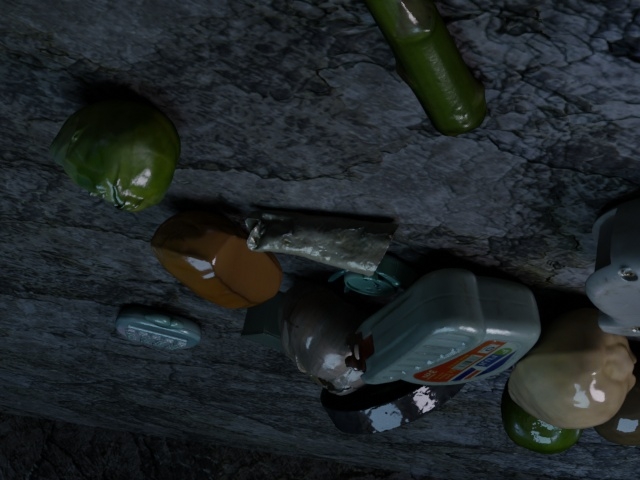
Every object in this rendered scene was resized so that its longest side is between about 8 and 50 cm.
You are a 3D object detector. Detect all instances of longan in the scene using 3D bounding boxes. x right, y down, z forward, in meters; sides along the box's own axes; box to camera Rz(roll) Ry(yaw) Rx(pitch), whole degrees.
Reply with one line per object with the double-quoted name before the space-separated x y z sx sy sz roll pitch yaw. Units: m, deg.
"longan" 0.551 0.260 1.808 0.159 0.204 0.185 45 -152 22

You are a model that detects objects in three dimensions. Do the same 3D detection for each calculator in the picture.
"calculator" -0.349 0.189 2.260 0.184 0.042 0.295 16 162 -12

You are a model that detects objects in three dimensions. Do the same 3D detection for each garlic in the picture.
"garlic" 0.022 0.173 1.804 0.228 0.152 0.228 37 -176 -3

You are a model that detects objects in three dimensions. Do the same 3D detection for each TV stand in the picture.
"TV stand" -0.012 0.179 1.982 0.269 0.088 0.083 24 157 -30

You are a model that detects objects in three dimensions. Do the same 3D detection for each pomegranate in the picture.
"pomegranate" 0.449 0.312 1.959 0.225 0.187 0.187 6 159 19

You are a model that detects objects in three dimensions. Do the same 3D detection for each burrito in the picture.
"burrito" 0.000 0.000 1.517 0.226 0.087 0.060 9 -156 13

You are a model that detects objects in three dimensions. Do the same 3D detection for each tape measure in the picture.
"tape measure" 0.456 0.043 1.307 0.258 0.130 0.265 1 157 33
"tape measure" 0.198 0.136 1.637 0.246 0.125 0.243 8 150 -28

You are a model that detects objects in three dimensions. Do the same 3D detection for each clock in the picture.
"clock" 0.135 0.245 1.854 0.280 0.280 0.055 -11 109 46
"clock" 0.080 0.058 1.668 0.135 0.041 0.101 -7 153 41

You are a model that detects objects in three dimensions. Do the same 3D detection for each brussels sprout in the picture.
"brussels sprout" -0.238 -0.114 1.274 0.149 0.122 0.151 29 -171 -25

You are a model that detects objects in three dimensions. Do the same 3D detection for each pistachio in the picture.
"pistachio" 0.398 0.211 1.691 0.187 0.187 0.299 12 161 -3

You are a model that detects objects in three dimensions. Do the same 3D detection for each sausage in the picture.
"sausage" -0.154 0.033 1.618 0.136 0.120 0.241 15 166 37

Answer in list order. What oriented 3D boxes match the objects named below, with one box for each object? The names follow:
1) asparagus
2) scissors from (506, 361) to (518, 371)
"asparagus" 0.096 -0.184 0.990 0.067 0.060 0.277 23 167 29
"scissors" 0.275 0.193 1.907 0.118 0.030 0.242 48 163 -3
